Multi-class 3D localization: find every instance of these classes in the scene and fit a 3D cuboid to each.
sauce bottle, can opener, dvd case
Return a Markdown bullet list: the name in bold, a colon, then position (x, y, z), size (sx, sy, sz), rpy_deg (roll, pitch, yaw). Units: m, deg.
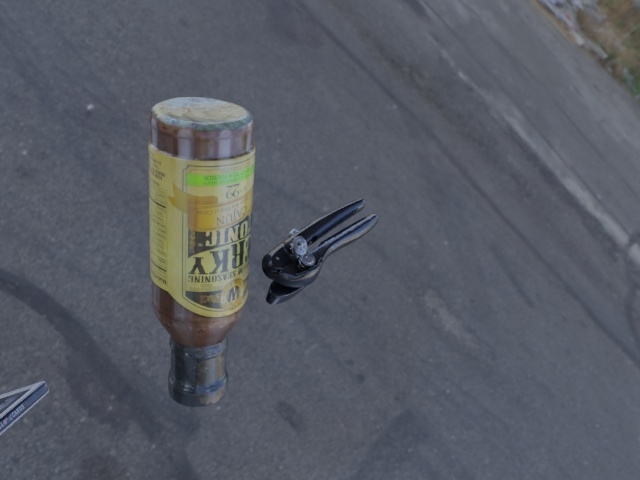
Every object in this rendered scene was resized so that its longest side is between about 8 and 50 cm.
- **sauce bottle**: position (-0.130, 0.023, 0.846), size (0.111, 0.345, 0.111), rpy_deg (3, 26, -2)
- **can opener**: position (0.000, 0.000, 0.873), size (0.059, 0.073, 0.186), rpy_deg (49, 51, 0)
- **dvd case**: position (-0.628, 0.341, 1.399), size (0.030, 0.179, 0.239), rpy_deg (67, 20, -11)
